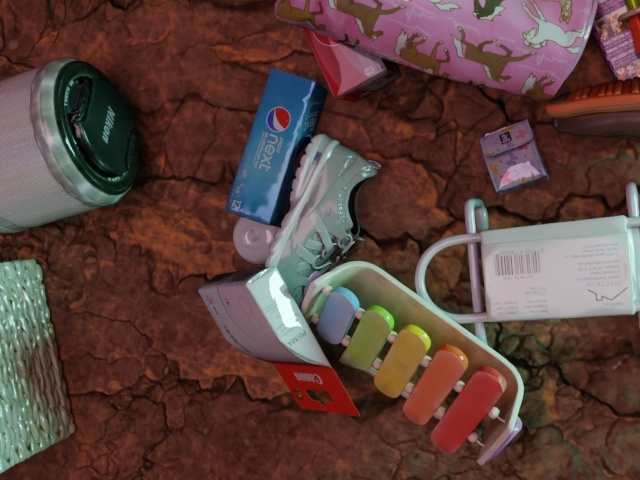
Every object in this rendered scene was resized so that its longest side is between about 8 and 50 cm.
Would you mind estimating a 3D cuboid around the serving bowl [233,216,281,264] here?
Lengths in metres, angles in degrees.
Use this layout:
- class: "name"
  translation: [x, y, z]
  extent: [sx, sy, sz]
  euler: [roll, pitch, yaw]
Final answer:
- class: "serving bowl"
  translation: [-0.093, -0.005, 1.327]
  extent: [0.083, 0.027, 0.083]
  euler: [1, 92, 19]

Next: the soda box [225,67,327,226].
- class: "soda box"
  translation: [-0.061, -0.128, 1.276]
  extent: [0.071, 0.067, 0.210]
  euler: [19, 93, 16]

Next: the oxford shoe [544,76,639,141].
- class: "oxford shoe"
  translation: [0.443, -0.118, 1.045]
  extent: [0.364, 0.130, 0.132]
  euler: [6, 112, 22]

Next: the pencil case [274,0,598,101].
- class: "pencil case"
  translation: [0.132, -0.298, 1.108]
  extent: [0.386, 0.167, 0.160]
  euler: [16, 125, -2]

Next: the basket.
- class: "basket"
  translation: [-0.607, 0.212, 1.393]
  extent: [0.331, 0.266, 0.328]
  euler: [-13, 89, 19]

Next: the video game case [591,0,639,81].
- class: "video game case"
  translation: [0.464, -0.261, 1.110]
  extent: [0.232, 0.042, 0.210]
  euler: [-26, 85, 19]

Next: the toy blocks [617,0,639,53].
- class: "toy blocks"
  translation: [0.421, -0.262, 1.073]
  extent: [0.123, 0.054, 0.148]
  euler: [-16, 87, 19]

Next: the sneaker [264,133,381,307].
- class: "sneaker"
  translation: [0.000, 0.000, 1.255]
  extent: [0.115, 0.105, 0.281]
  euler: [19, 103, 10]

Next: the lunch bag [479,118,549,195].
- class: "lunch bag"
  translation: [0.253, -0.110, 1.188]
  extent: [0.071, 0.053, 0.083]
  euler: [-18, 78, 18]

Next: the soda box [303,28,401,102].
- class: "soda box"
  translation: [0.013, -0.325, 1.237]
  extent: [0.083, 0.092, 0.263]
  euler: [-26, 85, 19]

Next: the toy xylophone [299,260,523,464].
- class: "toy xylophone"
  translation: [0.114, 0.164, 1.173]
  extent: [0.323, 0.081, 0.236]
  euler: [31, 143, 18]

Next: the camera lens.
- class: "camera lens"
  translation: [-0.426, -0.133, 1.334]
  extent: [0.274, 0.219, 0.219]
  euler: [-15, 88, 20]

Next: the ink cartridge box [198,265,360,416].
- class: "ink cartridge box"
  translation: [-0.062, 0.148, 1.225]
  extent: [0.189, 0.066, 0.232]
  euler: [-11, 105, 62]

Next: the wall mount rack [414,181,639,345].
- class: "wall mount rack"
  translation: [0.307, 0.087, 1.147]
  extent: [0.350, 0.130, 0.304]
  euler: [-5, 88, 20]
